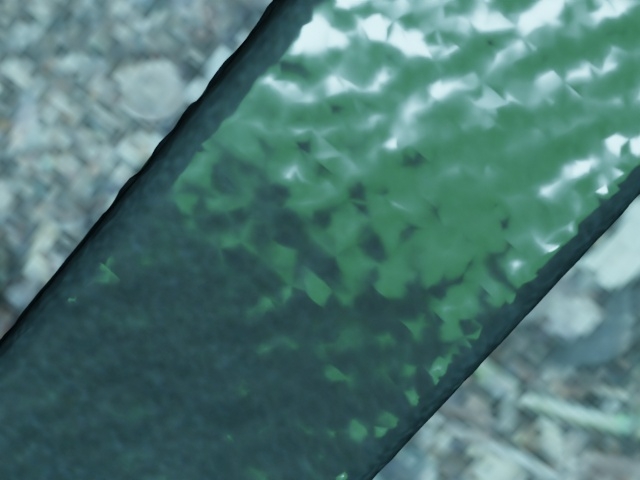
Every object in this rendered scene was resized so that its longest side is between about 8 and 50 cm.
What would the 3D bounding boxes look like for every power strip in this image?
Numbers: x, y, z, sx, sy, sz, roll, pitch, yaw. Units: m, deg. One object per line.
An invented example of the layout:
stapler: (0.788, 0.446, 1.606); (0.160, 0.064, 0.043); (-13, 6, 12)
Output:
power strip: (0.000, 0.000, 0.534); (0.105, 0.070, 0.257); (40, 105, -4)
